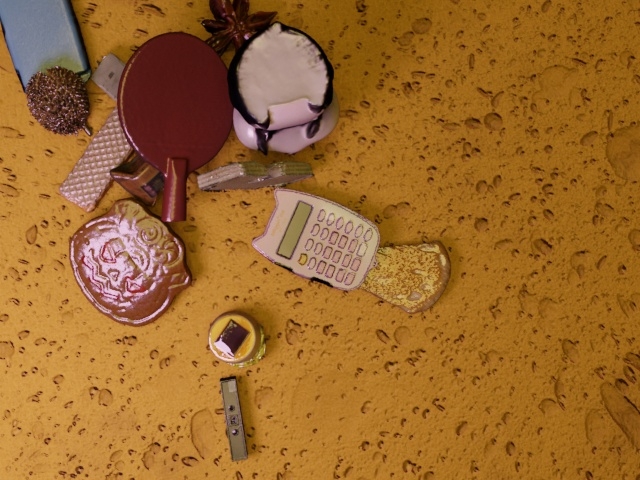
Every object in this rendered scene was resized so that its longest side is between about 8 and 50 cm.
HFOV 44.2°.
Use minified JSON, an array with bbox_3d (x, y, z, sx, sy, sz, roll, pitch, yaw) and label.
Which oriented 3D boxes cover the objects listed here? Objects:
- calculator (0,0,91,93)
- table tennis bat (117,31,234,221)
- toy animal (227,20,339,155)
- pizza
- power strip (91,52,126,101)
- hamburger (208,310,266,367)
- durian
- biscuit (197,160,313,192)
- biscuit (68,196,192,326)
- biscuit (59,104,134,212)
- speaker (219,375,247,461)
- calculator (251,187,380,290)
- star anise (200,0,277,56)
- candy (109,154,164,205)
[{"bbox_3d":[-0.636,-0.467,1.802,0.172,0.051,0.293,-17,92,-4],"label":"calculator"},{"bbox_3d":[-0.314,-0.247,1.733,0.268,0.051,0.415,-1,98,-30],"label":"table tennis bat"},{"bbox_3d":[-0.078,-0.315,1.731,0.250,0.310,0.251,1,81,-3],"label":"toy animal"},{"bbox_3d":[0.185,0.087,1.894,0.261,0.034,0.181,2,90,-5],"label":"pizza"},{"bbox_3d":[-0.447,-0.354,1.783,0.227,0.029,0.080,41,93,32],"label":"power strip"},{"bbox_3d":[-0.194,0.230,1.835,0.141,0.081,0.127,18,86,7],"label":"hamburger"},{"bbox_3d":[-0.580,-0.294,1.771,0.148,0.091,0.188,-33,130,8],"label":"durian"},{"bbox_3d":[-0.144,-0.146,1.783,0.250,0.147,0.046,-5,83,-50],"label":"biscuit"},{"bbox_3d":[-0.434,0.056,1.798,0.257,0.049,0.273,-36,103,5],"label":"biscuit"},{"bbox_3d":[-0.462,-0.240,1.819,0.094,0.054,0.379,34,87,-5],"label":"biscuit"},{"bbox_3d":[-0.203,0.418,1.850,0.040,0.046,0.191,-8,91,-6],"label":"speaker"},{"bbox_3d":[0.000,0.000,1.862,0.294,0.043,0.194,23,87,1],"label":"calculator"},{"bbox_3d":[-0.196,-0.492,1.819,0.212,0.111,0.196,-10,97,-13],"label":"star anise"},{"bbox_3d":[-0.341,-0.200,1.807,0.271,0.101,0.143,-46,125,-7],"label":"candy"}]
